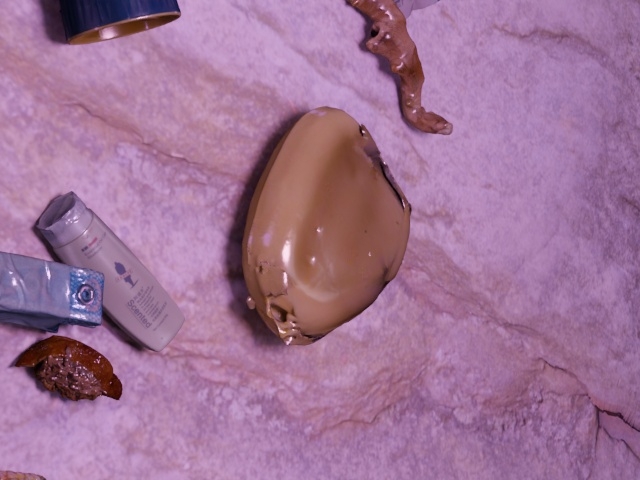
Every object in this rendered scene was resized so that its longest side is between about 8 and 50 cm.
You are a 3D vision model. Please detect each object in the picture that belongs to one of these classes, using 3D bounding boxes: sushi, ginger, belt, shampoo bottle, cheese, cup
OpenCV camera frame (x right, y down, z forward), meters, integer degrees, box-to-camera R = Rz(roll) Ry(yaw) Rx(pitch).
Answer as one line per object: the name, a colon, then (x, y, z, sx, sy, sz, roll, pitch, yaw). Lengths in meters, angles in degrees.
sushi: (-0.275, 0.144, 1.357, 0.120, 0.052, 0.055, 42, 42, -42)
ginger: (0.113, -0.271, 1.824, 0.089, 0.075, 0.288, -49, 119, -43)
belt: (-0.346, 0.042, 1.257, 0.302, 0.087, 0.072, 17, 67, -47)
shampoo bottle: (-0.237, 0.038, 1.408, 0.072, 0.049, 0.212, -53, 125, -24)
cheese: (0.000, 0.000, 1.637, 0.259, 0.128, 0.316, 48, 47, -26)
cup: (-0.234, -0.312, 1.397, 0.176, 0.131, 0.155, -43, 119, -76)

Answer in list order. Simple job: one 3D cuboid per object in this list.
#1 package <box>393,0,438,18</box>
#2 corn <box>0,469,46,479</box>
package: (0.122, -0.424, 1.879, 0.173, 0.027, 0.171, -38, 112, -45)
corn: (-0.374, 0.271, 1.207, 0.253, 0.086, 0.086, -2, 88, -51)
